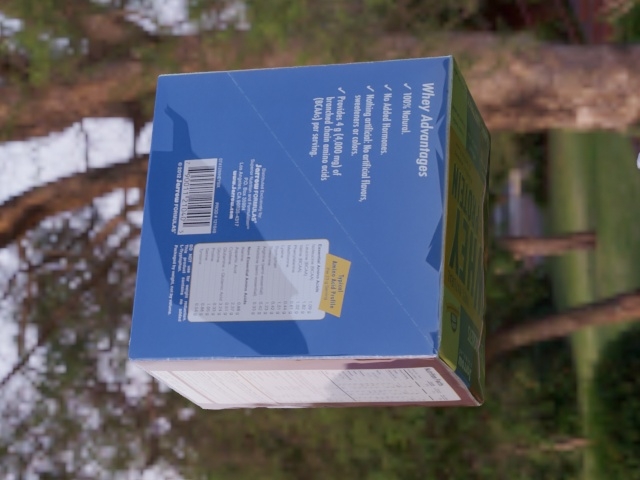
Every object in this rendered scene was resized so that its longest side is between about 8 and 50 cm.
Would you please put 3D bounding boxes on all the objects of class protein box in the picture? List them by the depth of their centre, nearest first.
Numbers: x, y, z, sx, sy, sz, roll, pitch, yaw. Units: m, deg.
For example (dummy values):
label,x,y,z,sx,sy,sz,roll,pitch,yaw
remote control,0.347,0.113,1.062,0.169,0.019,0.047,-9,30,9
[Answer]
label,x,y,z,sx,sy,sz,roll,pitch,yaw
protein box,0.000,0.000,1.010,0.136,0.201,0.200,49,-138,-65

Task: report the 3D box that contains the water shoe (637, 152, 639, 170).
label,x,y,z,sx,sy,sz,roll,pitch,yaw
water shoe,0.267,-0.063,0.880,0.203,0.073,0.080,-5,55,64
